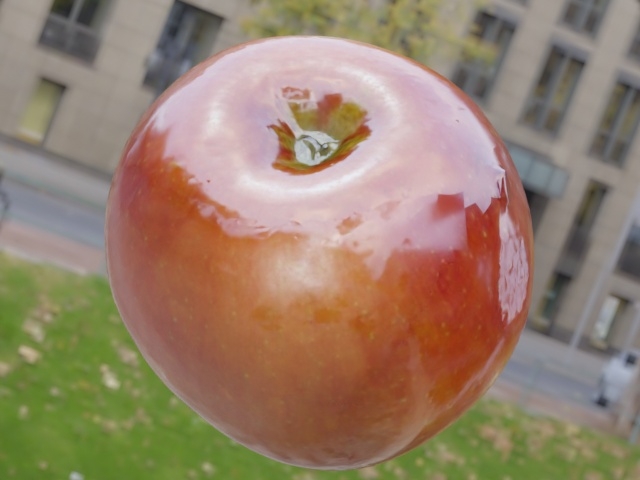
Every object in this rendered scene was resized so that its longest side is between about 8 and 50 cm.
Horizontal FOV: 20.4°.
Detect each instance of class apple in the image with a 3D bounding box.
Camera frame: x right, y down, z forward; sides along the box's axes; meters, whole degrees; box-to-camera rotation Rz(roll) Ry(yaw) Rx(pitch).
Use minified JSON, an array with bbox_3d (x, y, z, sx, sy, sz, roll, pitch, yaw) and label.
[{"bbox_3d":[0.000,0.000,0.650,0.163,0.163,0.139,23,-29,26],"label":"apple"}]
